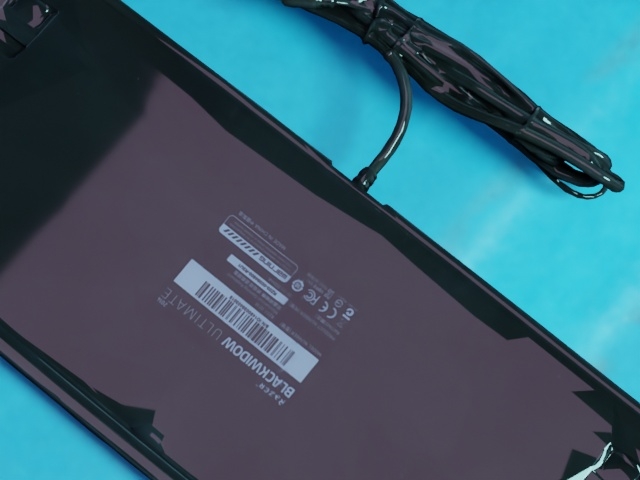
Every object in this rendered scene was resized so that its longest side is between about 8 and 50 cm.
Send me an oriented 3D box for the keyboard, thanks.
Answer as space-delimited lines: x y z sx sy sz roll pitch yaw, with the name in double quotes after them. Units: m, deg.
0.000 0.000 0.692 0.317 0.033 0.201 39 81 8 "keyboard"
